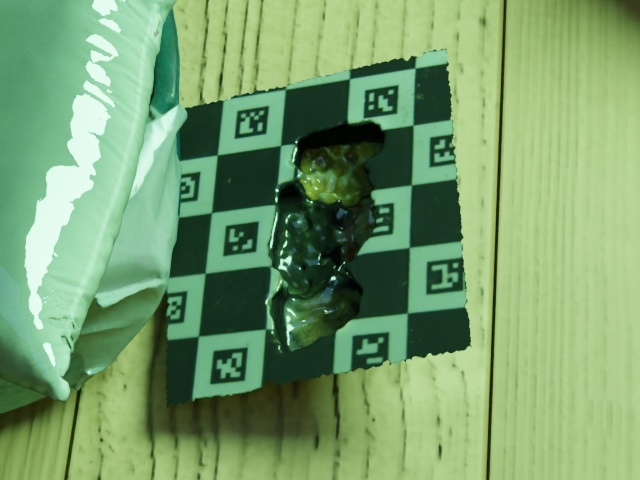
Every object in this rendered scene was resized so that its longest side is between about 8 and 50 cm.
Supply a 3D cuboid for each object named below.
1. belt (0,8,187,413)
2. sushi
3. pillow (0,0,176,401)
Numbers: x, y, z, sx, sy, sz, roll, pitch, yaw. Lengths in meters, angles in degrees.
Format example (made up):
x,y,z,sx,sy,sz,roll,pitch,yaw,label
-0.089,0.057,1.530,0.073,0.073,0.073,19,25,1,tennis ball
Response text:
x,y,z,sx,sy,sz,roll,pitch,yaw,label
-0.246,-0.109,0.922,0.300,0.173,0.436,-26,70,-16,belt
0.000,0.000,0.948,0.192,0.050,0.215,-12,57,16,sushi
-0.162,-0.044,0.767,0.144,0.078,0.254,8,63,7,pillow
